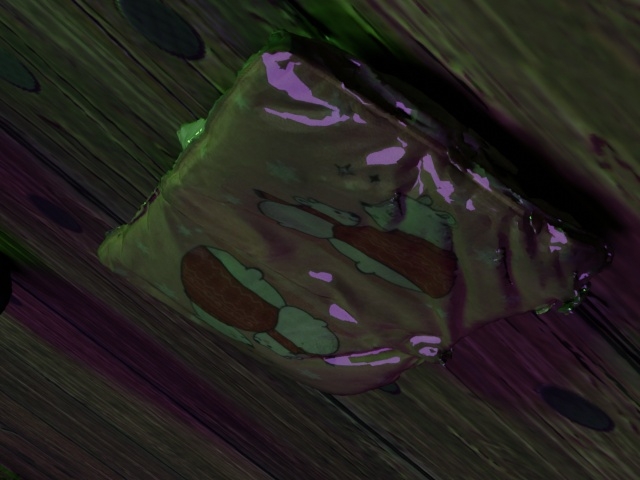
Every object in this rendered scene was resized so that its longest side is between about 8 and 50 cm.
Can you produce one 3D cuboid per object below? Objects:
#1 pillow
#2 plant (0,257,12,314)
[{"bbox_3d":[0.000,0.000,0.517,0.135,0.049,0.248,34,157,-8],"label":"pillow"},{"bbox_3d":[-0.316,0.044,0.964,0.142,0.164,0.256,44,170,-31],"label":"plant"}]
